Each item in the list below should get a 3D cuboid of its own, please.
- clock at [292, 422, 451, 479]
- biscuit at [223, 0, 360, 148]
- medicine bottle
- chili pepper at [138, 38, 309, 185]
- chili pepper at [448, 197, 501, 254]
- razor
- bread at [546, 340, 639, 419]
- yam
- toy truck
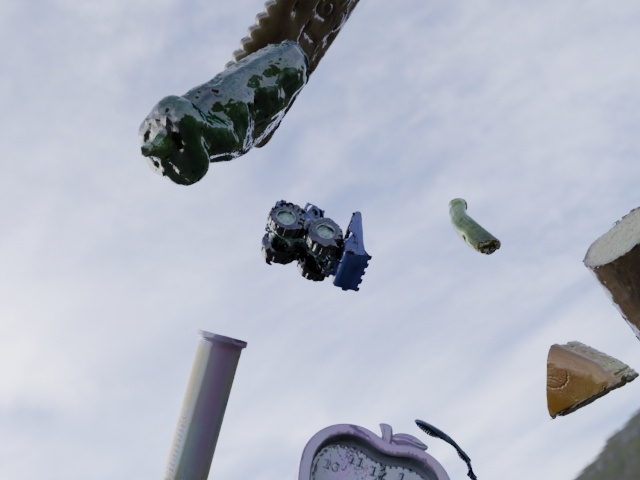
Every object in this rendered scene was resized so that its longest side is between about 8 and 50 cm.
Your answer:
[{"bbox_3d":[0.098,0.537,2.028,0.339,0.338,0.102,-17,-28,-24],"label":"clock"},{"bbox_3d":[-0.042,-0.283,1.409,0.324,0.044,0.217,-56,-18,5],"label":"biscuit"},{"bbox_3d":[-0.254,0.397,1.982,0.108,0.108,0.425,24,-101,-54],"label":"medicine bottle"},{"bbox_3d":[-0.122,-0.143,1.162,0.136,0.099,0.270,-40,1,40],"label":"chili pepper"},{"bbox_3d":[0.281,-0.026,1.862,0.050,0.201,0.052,31,-74,-23],"label":"chili pepper"},{"bbox_3d":[0.220,0.354,1.680,0.028,0.154,0.044,-45,8,-2],"label":"razor"},{"bbox_3d":[0.558,0.314,2.052,0.140,0.169,0.160,-5,-67,-46],"label":"bread"},{"bbox_3d":[0.490,0.071,1.417,0.129,0.128,0.238,-24,-63,40],"label":"yam"},{"bbox_3d":[0.000,0.000,1.828,0.113,0.208,0.126,109,-172,-47],"label":"toy truck"}]
